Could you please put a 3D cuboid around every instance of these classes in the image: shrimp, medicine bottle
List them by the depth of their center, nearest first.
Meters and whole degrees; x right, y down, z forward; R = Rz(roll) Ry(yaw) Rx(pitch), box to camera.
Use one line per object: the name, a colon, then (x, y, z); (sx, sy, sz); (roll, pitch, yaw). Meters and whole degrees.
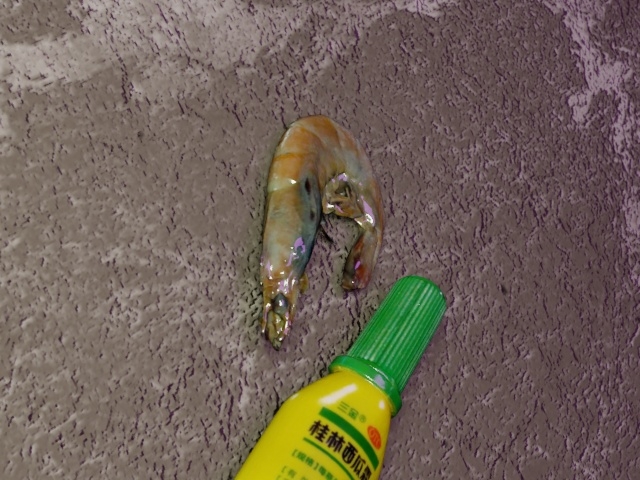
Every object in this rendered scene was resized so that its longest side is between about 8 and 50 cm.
medicine bottle: (0.023, 0.150, 1.245); (0.111, 0.076, 0.309); (49, 51, -20)
shrimp: (0.002, -0.001, 1.286); (0.143, 0.052, 0.251); (37, 56, -30)
